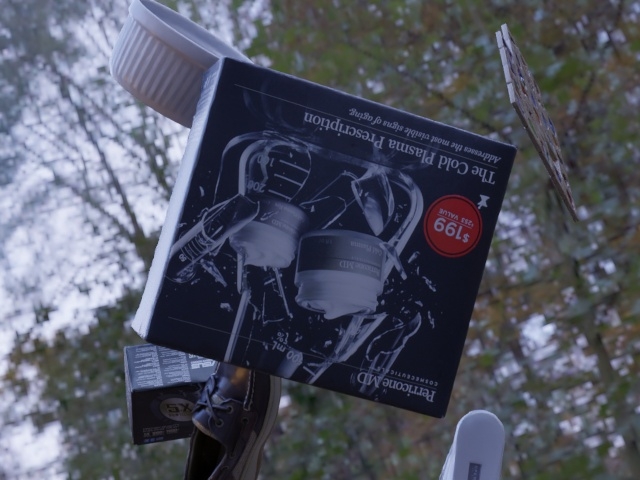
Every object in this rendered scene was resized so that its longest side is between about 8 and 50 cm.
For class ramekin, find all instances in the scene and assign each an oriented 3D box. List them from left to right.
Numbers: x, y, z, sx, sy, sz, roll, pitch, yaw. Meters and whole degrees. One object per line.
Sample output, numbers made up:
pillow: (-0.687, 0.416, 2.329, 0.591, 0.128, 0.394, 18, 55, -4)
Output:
ramekin: (-0.190, -0.234, 1.715, 0.207, 0.207, 0.109, 15, -69, -55)

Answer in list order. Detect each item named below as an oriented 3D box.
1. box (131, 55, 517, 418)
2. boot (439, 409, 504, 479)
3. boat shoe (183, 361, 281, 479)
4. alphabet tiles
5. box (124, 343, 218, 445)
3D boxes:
box: (0.000, 0.000, 1.397, 0.343, 0.313, 0.179, 15, -2, -13)
boot: (0.203, 0.372, 1.733, 0.095, 0.258, 0.123, 14, -25, 10)
boat shoe: (-0.124, 0.237, 1.654, 0.092, 0.103, 0.285, -6, -60, -36)
alphabet tiles: (0.263, -0.164, 1.551, 0.009, 0.237, 0.198, -23, -54, 18)
box: (-0.182, 0.209, 1.765, 0.180, 0.077, 0.147, -7, -38, -13)
